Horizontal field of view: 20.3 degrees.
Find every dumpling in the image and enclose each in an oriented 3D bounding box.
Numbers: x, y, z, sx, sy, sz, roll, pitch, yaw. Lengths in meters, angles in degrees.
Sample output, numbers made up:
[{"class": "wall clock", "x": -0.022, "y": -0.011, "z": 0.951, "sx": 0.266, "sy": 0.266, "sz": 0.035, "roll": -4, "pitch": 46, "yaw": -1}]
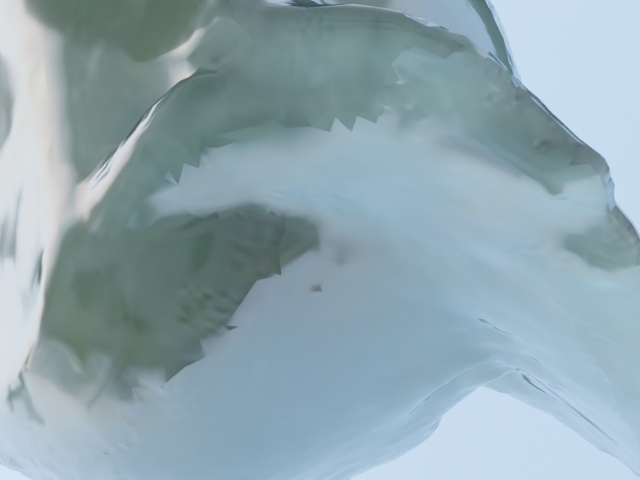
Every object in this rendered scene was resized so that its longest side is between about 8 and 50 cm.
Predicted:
[{"class": "dumpling", "x": -0.029, "y": -0.004, "z": 0.570, "sx": 0.212, "sy": 0.270, "sz": 0.320, "roll": -22, "pitch": -148, "yaw": 3}]
